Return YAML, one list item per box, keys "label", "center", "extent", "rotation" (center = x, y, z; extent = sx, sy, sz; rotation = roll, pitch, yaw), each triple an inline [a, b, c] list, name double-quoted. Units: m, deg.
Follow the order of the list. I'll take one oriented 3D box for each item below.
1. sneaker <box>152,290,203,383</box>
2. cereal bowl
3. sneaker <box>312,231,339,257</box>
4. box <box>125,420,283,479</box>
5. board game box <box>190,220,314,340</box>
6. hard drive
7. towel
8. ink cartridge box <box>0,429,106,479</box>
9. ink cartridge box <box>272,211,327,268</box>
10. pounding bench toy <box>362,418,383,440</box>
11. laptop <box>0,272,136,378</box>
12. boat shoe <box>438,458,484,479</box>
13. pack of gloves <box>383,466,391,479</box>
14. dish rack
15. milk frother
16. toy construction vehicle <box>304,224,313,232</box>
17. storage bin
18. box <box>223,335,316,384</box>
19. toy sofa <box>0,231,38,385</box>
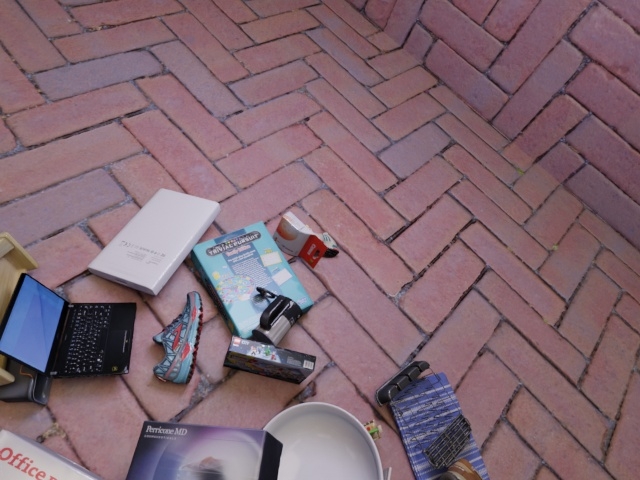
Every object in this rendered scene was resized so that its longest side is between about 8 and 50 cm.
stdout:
- label: "sneaker"
  center: [-0.396, 0.255, 1.155]
  extent: [0.125, 0.104, 0.262]
  rotation: [9, 56, -12]
- label: "cereal bowl"
  center: [-0.010, 0.589, 1.026]
  extent: [0.338, 0.141, 0.339]
  rotation: [-5, 53, 7]
- label: "sneaker"
  center: [0.000, 0.000, 1.473]
  extent: [0.161, 0.057, 0.075]
  rotation: [30, 34, -41]
- label: "box"
  center: [-0.259, 0.564, 0.896]
  extent: [0.296, 0.183, 0.294]
  rotation: [-1, 54, 10]
- label: "board game box"
  center: [-0.218, 0.126, 1.319]
  extent: [0.253, 0.079, 0.336]
  rotation: [-23, 68, -30]
- label: "hard drive"
  center: [-0.497, -0.011, 1.280]
  extent: [0.233, 0.047, 0.353]
  rotation: [15, 52, 16]
- label: "towel"
  center: [0.348, 0.588, 1.264]
  extent: [0.243, 0.040, 0.336]
  rotation: [-7, 63, -26]
- label: "ink cartridge box"
  center: [-0.624, 0.614, 0.800]
  extent: [0.279, 0.160, 0.385]
  rotation: [29, 53, -1]
- label: "ink cartridge box"
  center: [-0.075, 0.010, 1.408]
  extent: [0.179, 0.145, 0.045]
  rotation: [45, 50, 10]
- label: "pounding bench toy"
  center: [0.131, 0.542, 1.177]
  extent: [0.065, 0.083, 0.052]
  rotation: [-10, 63, -27]
- label: "laptop"
  center: [-0.614, 0.207, 1.047]
  extent: [0.264, 0.137, 0.234]
  rotation: [3, 41, -19]
- label: "boat shoe"
  center: [0.451, 0.747, 1.128]
  extent: [0.120, 0.122, 0.324]
  rotation: [-26, 84, -44]
- label: "pack of gloves"
  center: [0.145, 0.692, 1.012]
  extent: [0.046, 0.195, 0.232]
  rotation: [17, 53, 3]
- label: "dish rack"
  center: [0.312, 0.509, 1.232]
  extent: [0.208, 0.074, 0.272]
  rotation: [-26, 75, -32]
- label: "milk frother"
  center: [-0.151, 0.213, 1.192]
  extent: [0.143, 0.129, 0.135]
  rotation: [7, 42, 39]
- label: "toy construction vehicle"
  center: [-0.074, -0.025, 1.499]
  extent: [0.098, 0.035, 0.086]
  rotation: [41, 54, 8]
- label: "storage bin"
  center: [-0.712, 0.324, 1.004]
  extent: [0.091, 0.098, 0.135]
  rotation: [-4, 60, -11]
- label: "box"
  center: [-0.145, 0.335, 1.160]
  extent: [0.233, 0.159, 0.044]
  rotation: [17, 56, -10]
- label: "toy sofa"
  center: [-0.821, 0.168, 0.985]
  extent: [0.177, 0.150, 0.363]
  rotation: [-13, 52, -7]
